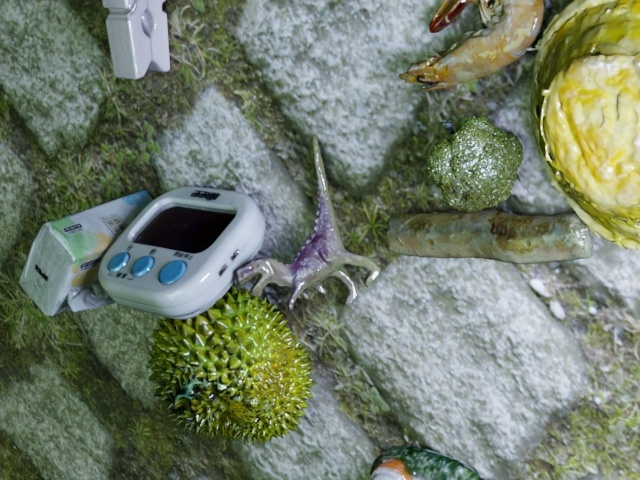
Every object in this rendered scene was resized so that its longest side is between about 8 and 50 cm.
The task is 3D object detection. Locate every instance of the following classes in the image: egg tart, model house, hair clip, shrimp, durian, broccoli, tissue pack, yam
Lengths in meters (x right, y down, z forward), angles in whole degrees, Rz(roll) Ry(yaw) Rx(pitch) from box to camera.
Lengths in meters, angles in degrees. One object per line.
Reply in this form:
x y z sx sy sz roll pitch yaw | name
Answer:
0.369 -0.138 1.420 0.341 0.132 0.341 14 113 37 | egg tart
0.099 0.484 1.782 0.190 0.301 0.271 13 113 30 | model house
-0.305 -0.428 1.932 0.085 0.101 0.331 12 115 34 | hair clip
0.191 -0.274 1.583 0.236 0.053 0.133 -26 86 42 | shrimp
-0.151 0.201 1.934 0.291 0.224 0.291 10 110 29 | durian
0.203 -0.102 1.599 0.120 0.131 0.130 -112 23 -62 | broccoli
-0.368 0.037 2.060 0.145 0.229 0.159 46 129 18 | tissue pack
0.224 -0.006 1.642 0.317 0.067 0.071 1 130 39 | yam

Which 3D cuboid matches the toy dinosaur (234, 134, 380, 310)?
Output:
-0.001 0.001 1.823 0.199 0.072 0.251 34 102 1 | toy dinosaur

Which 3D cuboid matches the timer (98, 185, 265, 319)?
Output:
-0.218 0.019 1.928 0.262 0.237 0.087 9 140 43 | timer
